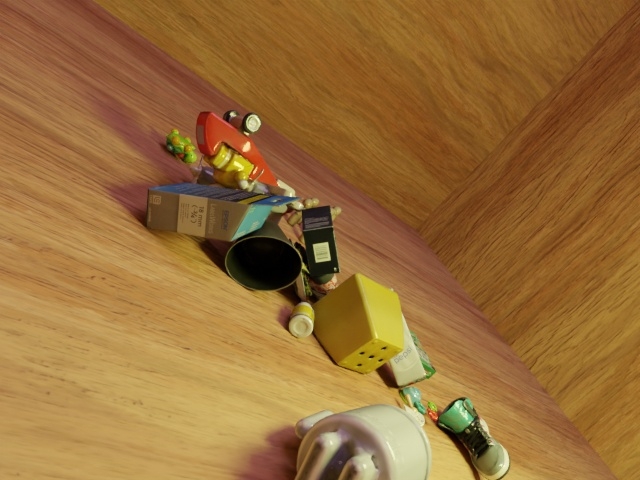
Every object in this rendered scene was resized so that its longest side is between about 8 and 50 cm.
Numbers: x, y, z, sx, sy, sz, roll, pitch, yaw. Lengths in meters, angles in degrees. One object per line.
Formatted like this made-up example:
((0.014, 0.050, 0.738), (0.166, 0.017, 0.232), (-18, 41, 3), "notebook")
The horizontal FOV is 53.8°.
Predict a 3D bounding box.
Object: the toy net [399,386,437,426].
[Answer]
((0.274, 0.493, 1.802), (0.122, 0.045, 0.232), (46, 16, 4), "toy net")

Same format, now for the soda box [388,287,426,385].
((0.229, 0.297, 1.921), (0.098, 0.091, 0.286), (61, 9, -69), "soda box")

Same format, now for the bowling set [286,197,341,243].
((-0.049, -0.115, 2.456), (0.200, 0.154, 0.287), (43, 14, 1), "bowling set")

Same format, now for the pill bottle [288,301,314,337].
((-0.049, 0.210, 1.703), (0.065, 0.065, 0.116), (40, 15, -10), "pill bottle")

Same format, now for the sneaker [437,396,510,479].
((0.441, 0.564, 1.862), (0.178, 0.124, 0.295), (44, 6, -16), "sneaker")

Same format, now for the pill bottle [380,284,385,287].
((0.200, 0.202, 2.342), (0.086, 0.086, 0.152), (50, 16, 25), "pill bottle")

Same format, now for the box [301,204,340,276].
((0.000, 0.000, 1.875), (0.158, 0.093, 0.156), (-95, 176, -64), "box")

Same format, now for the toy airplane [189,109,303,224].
((-0.236, -0.168, 1.893), (0.384, 0.272, 0.386), (43, -21, 9), "toy airplane")

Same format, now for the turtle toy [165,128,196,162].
((-0.462, -0.307, 2.091), (0.130, 0.066, 0.095), (35, 16, -30), "turtle toy")

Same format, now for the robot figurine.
((0.091, 0.421, 1.199), (0.300, 0.200, 0.353), (32, 8, 28), "robot figurine")

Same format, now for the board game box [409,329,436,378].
((0.248, 0.334, 2.177), (0.317, 0.046, 0.213), (35, 16, -28), "board game box")

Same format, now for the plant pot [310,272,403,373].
((0.114, 0.251, 1.777), (0.212, 0.212, 0.187), (29, 31, -43), "plant pot")

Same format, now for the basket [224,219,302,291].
((-0.158, 0.029, 1.762), (0.204, 0.154, 0.227), (7, 16, -7), "basket")

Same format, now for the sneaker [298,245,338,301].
((-0.033, 0.115, 2.009), (0.270, 0.090, 0.145), (29, -31, 51), "sneaker")

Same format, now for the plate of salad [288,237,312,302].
((-0.061, 0.089, 1.856), (0.200, 0.048, 0.200), (168, -90, -82), "plate of salad")

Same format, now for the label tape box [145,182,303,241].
((-0.236, -0.071, 1.602), (0.334, 0.106, 0.240), (9, 11, 11), "label tape box")
